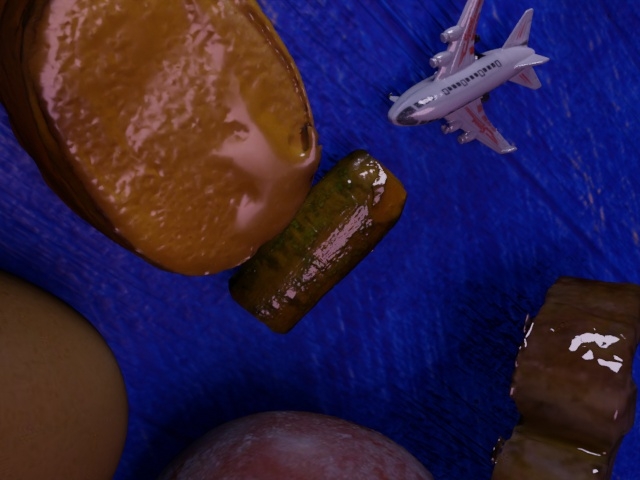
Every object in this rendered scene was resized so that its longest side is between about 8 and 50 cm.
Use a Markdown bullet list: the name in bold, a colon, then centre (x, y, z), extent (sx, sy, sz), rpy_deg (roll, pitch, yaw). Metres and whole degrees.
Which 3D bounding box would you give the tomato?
- **tomato**: centre (-0.022, 0.303, 0.756), extent (0.282, 0.316, 0.317), rpy_deg (-15, 122, -55)

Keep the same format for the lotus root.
- **lotus root**: centre (0.249, 0.234, 0.902), extent (0.375, 0.111, 0.391), rpy_deg (35, 68, -68)

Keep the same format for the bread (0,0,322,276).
- **bread**: centre (-0.118, -0.101, 0.630), extent (0.195, 0.142, 0.270), rpy_deg (-38, 125, -11)

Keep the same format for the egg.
- **egg**: centre (-0.286, 0.127, 0.578), extent (0.322, 0.250, 0.250), rpy_deg (-6, 114, -32)

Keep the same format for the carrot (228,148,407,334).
- **carrot**: centre (0.000, 0.000, 0.776), extent (0.173, 0.082, 0.082), rpy_deg (-44, 124, 4)

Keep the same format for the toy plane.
- **toy plane**: centre (0.129, -0.142, 0.787), extent (0.171, 0.065, 0.162), rpy_deg (-23, 121, -15)
